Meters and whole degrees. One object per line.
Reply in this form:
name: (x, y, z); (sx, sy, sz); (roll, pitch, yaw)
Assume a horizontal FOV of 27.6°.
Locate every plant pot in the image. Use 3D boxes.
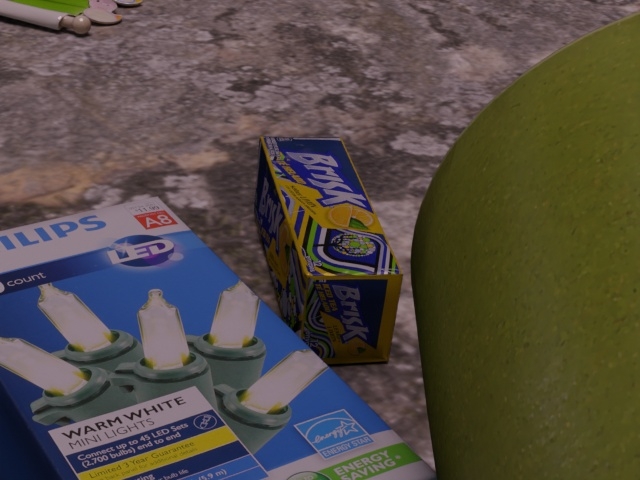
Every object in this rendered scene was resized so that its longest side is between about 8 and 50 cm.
plant pot: (0.159, 0.112, 0.412); (0.274, 0.275, 0.294); (6, 43, 2)

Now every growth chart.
growth chart: (-0.237, -0.243, 1.193); (0.171, 0.021, 0.237); (10, 31, 8)

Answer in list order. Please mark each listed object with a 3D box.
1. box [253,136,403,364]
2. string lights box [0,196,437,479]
box: (0.000, 0.000, 0.754); (0.054, 0.059, 0.169); (0, 30, -13)
string lights box: (-0.077, 0.079, 0.585); (0.133, 0.077, 0.259); (-15, 34, -28)
